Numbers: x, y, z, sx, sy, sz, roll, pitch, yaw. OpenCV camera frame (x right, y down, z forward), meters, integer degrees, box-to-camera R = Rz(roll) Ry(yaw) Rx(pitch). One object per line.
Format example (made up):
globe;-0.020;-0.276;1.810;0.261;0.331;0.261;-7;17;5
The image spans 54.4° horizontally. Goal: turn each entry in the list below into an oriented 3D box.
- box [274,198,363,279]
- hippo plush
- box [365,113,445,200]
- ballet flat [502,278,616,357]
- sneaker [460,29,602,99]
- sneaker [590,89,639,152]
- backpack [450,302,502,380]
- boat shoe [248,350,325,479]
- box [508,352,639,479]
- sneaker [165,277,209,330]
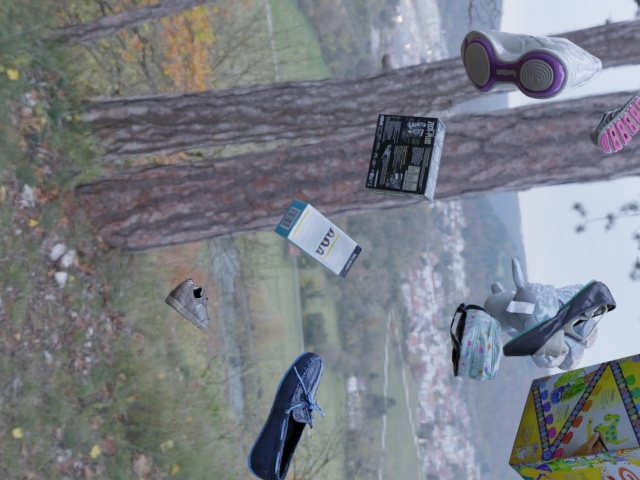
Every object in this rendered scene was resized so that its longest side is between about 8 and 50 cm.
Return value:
box;0.000;0.000;1.591;0.244;0.060;0.101;38;81;-42
hippo plush;0.515;0.212;1.568;0.236;0.294;0.235;-28;-132;62
box;0.198;-0.193;1.445;0.077;0.147;0.180;19;81;-65
ballet flat;0.396;0.144;1.016;0.074;0.203;0.074;54;0;0
sneaker;0.396;-0.341;1.206;0.305;0.152;0.114;42;-39;50
sneaker;0.572;-0.232;1.162;0.063;0.170;0.075;46;2;-14
backpack;0.355;0.241;1.422;0.182;0.115;0.152;-49;138;-66
boat shoe;-0.043;0.349;1.221;0.109;0.089;0.258;36;70;-46
box;0.498;0.338;0.926;0.290;0.279;0.177;46;48;-12
sneaker;-0.260;0.136;1.314;0.071;0.066;0.188;-51;163;-11
